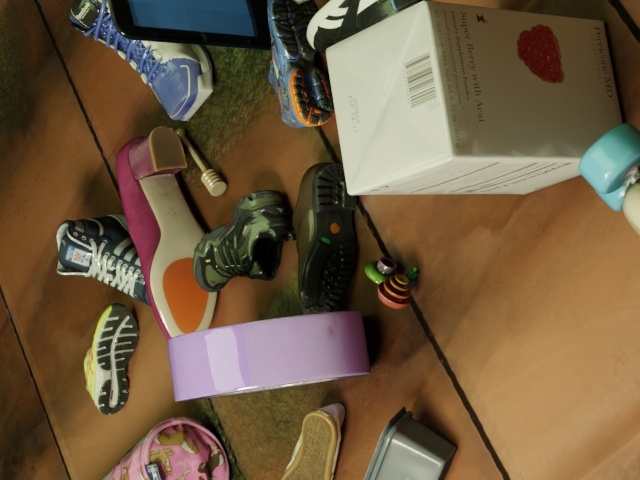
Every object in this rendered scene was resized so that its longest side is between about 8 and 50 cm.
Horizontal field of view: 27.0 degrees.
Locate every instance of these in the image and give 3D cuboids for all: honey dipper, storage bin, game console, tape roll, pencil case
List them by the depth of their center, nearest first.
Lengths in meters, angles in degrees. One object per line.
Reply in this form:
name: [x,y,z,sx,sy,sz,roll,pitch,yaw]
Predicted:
storage bin: [0.121,0.305,1.784,0.091,0.098,0.135,27,115,16]
tape roll: [-0.071,0.162,1.854,0.275,0.275,0.090,-17,78,49]
game console: [-0.170,-0.432,1.931,0.173,0.293,0.250,48,126,36]
honey dipper: [-0.202,-0.132,2.191,0.160,0.030,0.030,52,129,38]
pencil case: [-0.306,0.448,2.246,0.160,0.167,0.386,43,132,-3]

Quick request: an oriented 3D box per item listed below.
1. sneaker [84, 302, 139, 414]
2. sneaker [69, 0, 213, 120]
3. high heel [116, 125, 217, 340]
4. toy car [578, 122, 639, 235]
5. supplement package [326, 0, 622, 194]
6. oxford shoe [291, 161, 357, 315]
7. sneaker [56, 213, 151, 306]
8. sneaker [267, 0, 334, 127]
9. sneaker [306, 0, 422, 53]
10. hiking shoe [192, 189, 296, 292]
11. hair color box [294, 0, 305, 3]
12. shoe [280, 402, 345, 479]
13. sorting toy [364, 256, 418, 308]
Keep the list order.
sneaker: [-0.388,0.203,2.390,0.094,0.081,0.208,33,117,47]
sneaker: [-0.312,-0.337,2.193,0.127,0.182,0.315,-47,57,42]
high heel: [-0.263,0.007,2.221,0.181,0.127,0.377,-25,67,59]
toy car: [0.430,-0.065,1.353,0.238,0.210,0.219,-42,70,9]
supplement package: [0.182,-0.154,1.519,0.175,0.293,0.177,-18,78,50]
oxford shoe: [0.000,0.000,1.924,0.096,0.083,0.227,11,95,61]
sneaker: [-0.349,0.047,2.277,0.282,0.153,0.099,41,123,41]
sneaker: [-0.047,-0.266,1.959,0.087,0.083,0.221,-22,73,54]
sneaker: [0.063,-0.287,1.826,0.121,0.079,0.217,60,145,10]
hiking shoe: [-0.121,0.025,2.054,0.227,0.086,0.114,-50,52,38]
hair color box: [0.003,-0.421,1.857,0.093,0.053,0.167,-7,61,50]
shoe: [-0.009,0.332,1.966,0.077,0.058,0.219,25,119,14]
sorting toy: [0.102,0.049,1.809,0.042,0.061,0.102,-64,29,29]
